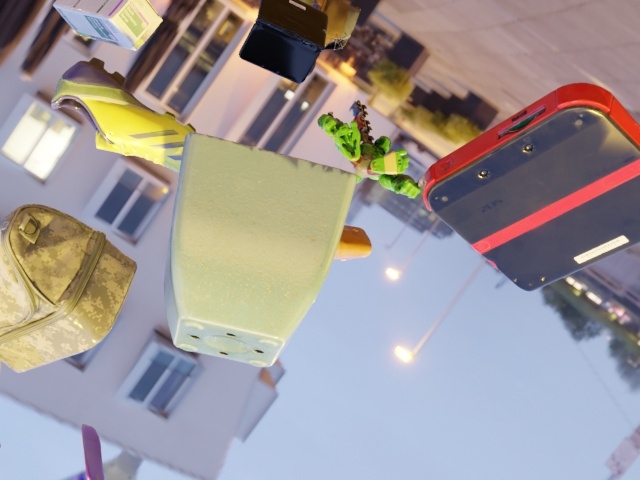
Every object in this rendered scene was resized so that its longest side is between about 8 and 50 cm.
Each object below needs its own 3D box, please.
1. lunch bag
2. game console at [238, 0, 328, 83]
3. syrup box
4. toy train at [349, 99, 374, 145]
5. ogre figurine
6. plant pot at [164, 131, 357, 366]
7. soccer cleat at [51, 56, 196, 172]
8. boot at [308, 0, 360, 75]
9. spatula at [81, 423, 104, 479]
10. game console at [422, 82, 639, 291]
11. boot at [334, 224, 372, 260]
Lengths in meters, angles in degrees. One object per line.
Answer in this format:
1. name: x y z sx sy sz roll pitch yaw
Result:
1. lunch bag: -0.521 0.071 1.604 0.256 0.305 0.213 47 -137 -30
2. game console: -0.059 -0.333 1.486 0.122 0.107 0.071 20 152 -25
3. syrup box: -0.454 -0.485 1.948 0.236 0.096 0.093 24 162 41
4. toy train: 0.079 -0.224 1.789 0.036 0.027 0.158 20 -144 -23
5. ogre figurine: 0.080 -0.138 1.543 0.197 0.097 0.118 19 178 3
6. plant pot: -0.110 0.035 1.317 0.247 0.252 0.248 14 155 -6
7. soccer cleat: -0.300 -0.171 1.480 0.289 0.121 0.093 36 156 -10
8. boot: 0.019 -0.435 1.966 0.106 0.219 0.082 16 159 -9
9. spatula: -0.380 0.447 1.468 0.030 0.297 0.084 3 163 8
10. game console: 0.407 -0.080 1.598 0.342 0.386 0.060 37 -136 -25
11. boot: 0.000 0.001 1.708 0.211 0.104 0.295 10 -169 -15
